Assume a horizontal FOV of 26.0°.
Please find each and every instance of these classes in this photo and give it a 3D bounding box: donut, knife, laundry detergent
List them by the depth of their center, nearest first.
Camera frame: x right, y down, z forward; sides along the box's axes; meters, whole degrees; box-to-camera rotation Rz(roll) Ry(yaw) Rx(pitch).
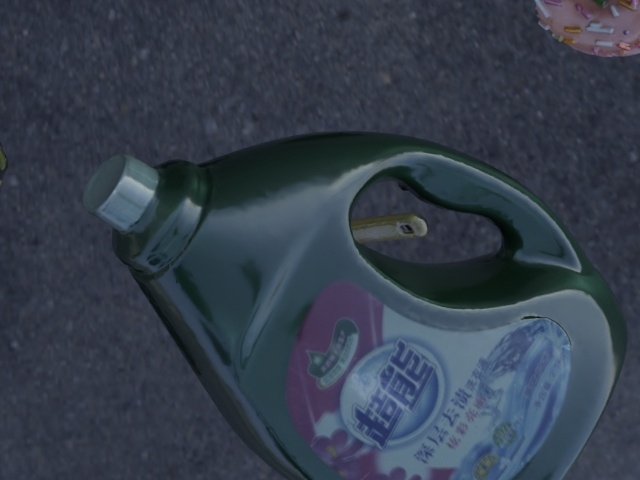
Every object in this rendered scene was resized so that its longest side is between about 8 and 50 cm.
[{"bbox_3d":[0.013,0.021,0.495,0.211,0.063,0.137,34,93,-29],"label":"laundry detergent"},{"bbox_3d":[0.270,-0.220,1.208,0.065,0.117,0.166,-16,147,-53],"label":"donut"},{"bbox_3d":[-0.001,0.002,1.424,0.297,0.017,0.047,-5,129,45],"label":"knife"}]

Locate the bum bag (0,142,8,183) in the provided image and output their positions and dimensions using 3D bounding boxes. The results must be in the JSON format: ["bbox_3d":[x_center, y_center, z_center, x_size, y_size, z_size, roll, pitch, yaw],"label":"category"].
[{"bbox_3d":[-0.368,-0.134,1.328,0.060,0.107,0.233,-14,107,29],"label":"bum bag"}]
